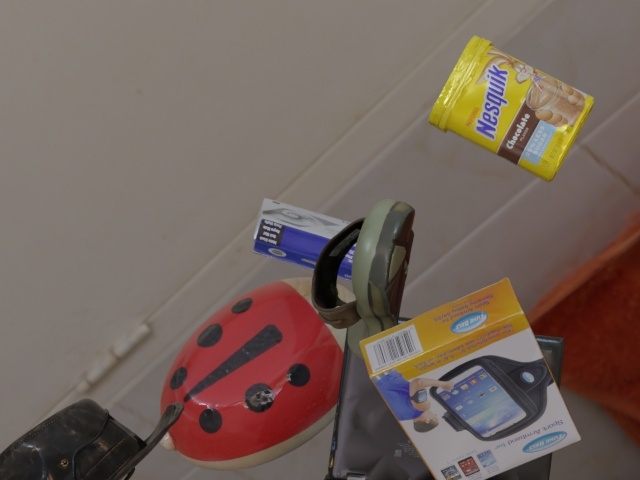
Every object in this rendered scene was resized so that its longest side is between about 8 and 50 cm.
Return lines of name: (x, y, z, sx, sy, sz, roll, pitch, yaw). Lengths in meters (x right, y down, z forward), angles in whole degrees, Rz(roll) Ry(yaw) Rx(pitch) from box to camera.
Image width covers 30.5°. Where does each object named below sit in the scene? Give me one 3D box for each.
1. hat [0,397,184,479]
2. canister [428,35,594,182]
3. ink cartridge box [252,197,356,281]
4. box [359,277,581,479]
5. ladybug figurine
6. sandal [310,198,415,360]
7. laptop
hat: (-0.312, 0.281, 1.370, 0.134, 0.331, 0.331, 42, 25, -3)
canister: (0.239, -0.162, 1.462, 0.170, 0.126, 0.073, 29, 4, 11)
ink cartridge box: (0.000, 0.000, 1.954, 0.223, 0.045, 0.224, 16, 15, -6)
box: (0.083, 0.084, 0.609, 0.028, 0.081, 0.136, -106, 168, -48)
ladybug figurine: (-0.108, 0.228, 2.121, 0.305, 0.449, 0.162, 45, -12, 25)
sandal: (0.035, 0.028, 1.061, 0.303, 0.086, 0.120, 82, 18, -72)
laptop: (0.164, 0.336, 1.964, 0.382, 0.408, 0.236, 8, -3, -19)
